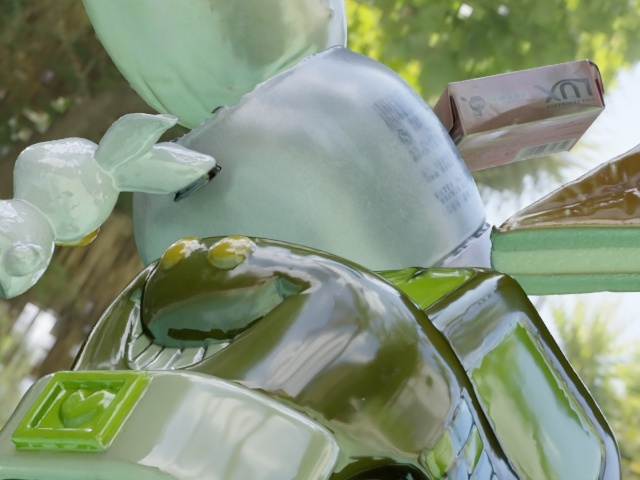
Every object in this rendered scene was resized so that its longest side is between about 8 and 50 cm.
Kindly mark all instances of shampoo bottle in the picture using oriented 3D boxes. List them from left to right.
[{"bbox_3d":[0.000,0.000,1.450,0.266,0.273,0.273,57,-34,0],"label":"shampoo bottle"}]

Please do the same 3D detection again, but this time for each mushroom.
[{"bbox_3d":[-0.076,-0.249,1.698,0.356,0.315,0.315,-4,-40,20],"label":"mushroom"}]

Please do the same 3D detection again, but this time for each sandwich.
[{"bbox_3d":[0.217,0.009,1.250,0.113,0.163,0.079,50,-21,37],"label":"sandwich"}]

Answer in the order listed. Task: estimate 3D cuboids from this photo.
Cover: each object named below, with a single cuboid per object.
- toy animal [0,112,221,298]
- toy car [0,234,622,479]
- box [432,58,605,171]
[{"bbox_3d":[-0.177,-0.026,1.319,0.127,0.181,0.131,30,-28,43],"label":"toy animal"},{"bbox_3d":[0.016,0.092,0.635,0.204,0.198,0.248,-4,-47,43],"label":"toy car"},{"bbox_3d":[0.179,-0.115,1.653,0.156,0.060,0.111,-12,-15,-16],"label":"box"}]
